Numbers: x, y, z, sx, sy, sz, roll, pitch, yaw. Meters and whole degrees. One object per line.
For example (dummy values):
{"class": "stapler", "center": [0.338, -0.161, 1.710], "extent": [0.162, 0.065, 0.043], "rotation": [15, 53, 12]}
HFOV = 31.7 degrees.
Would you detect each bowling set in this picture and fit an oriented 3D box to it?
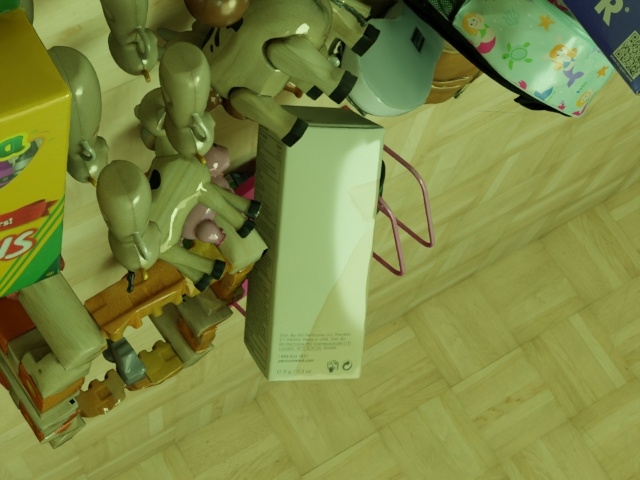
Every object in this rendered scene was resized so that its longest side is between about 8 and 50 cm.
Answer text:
{"class": "bowling set", "center": [-0.138, -0.125, 0.906], "extent": [0.200, 0.287, 0.154], "rotation": [-25, 159, -15]}

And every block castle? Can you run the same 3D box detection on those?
{"class": "block castle", "center": [-0.272, 0.064, 1.406], "extent": [0.303, 0.212, 0.453], "rotation": [-31, 169, -25]}

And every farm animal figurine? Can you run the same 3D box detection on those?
{"class": "farm animal figurine", "center": [-0.090, -0.150, 1.098], "extent": [0.327, 0.172, 0.330], "rotation": [-45, -162, 38]}

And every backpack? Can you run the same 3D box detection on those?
{"class": "backpack", "center": [0.227, -0.258, 1.248], "extent": [0.191, 0.253, 0.225], "rotation": [-47, 150, 22]}

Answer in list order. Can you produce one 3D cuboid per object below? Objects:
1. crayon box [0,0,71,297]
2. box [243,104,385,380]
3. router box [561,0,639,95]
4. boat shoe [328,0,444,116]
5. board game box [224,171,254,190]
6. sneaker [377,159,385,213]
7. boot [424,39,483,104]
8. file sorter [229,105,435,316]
{"class": "crayon box", "center": [-0.275, -0.035, 0.748], "extent": [0.202, 0.081, 0.318], "rotation": [-24, 161, -24]}
{"class": "box", "center": [-0.013, 0.000, 1.366], "extent": [0.121, 0.311, 0.148], "rotation": [1, -164, -16]}
{"class": "router box", "center": [0.327, -0.322, 1.141], "extent": [0.301, 0.335, 0.082], "rotation": [-18, 158, -39]}
{"class": "boat shoe", "center": [0.060, -0.204, 1.299], "extent": [0.105, 0.113, 0.306], "rotation": [-28, -161, 26]}
{"class": "board game box", "center": [-0.122, -0.044, 1.682], "extent": [0.136, 0.035, 0.201], "rotation": [-38, 164, 20]}
{"class": "sneaker", "center": [0.013, -0.057, 1.817], "extent": [0.267, 0.101, 0.106], "rotation": [-35, 159, -44]}
{"class": "boot", "center": [0.254, -0.280, 1.545], "extent": [0.283, 0.109, 0.220], "rotation": [-22, 160, -25]}
{"class": "file sorter", "center": [0.000, 0.000, 1.597], "extent": [0.291, 0.182, 0.202], "rotation": [-38, 147, -15]}
